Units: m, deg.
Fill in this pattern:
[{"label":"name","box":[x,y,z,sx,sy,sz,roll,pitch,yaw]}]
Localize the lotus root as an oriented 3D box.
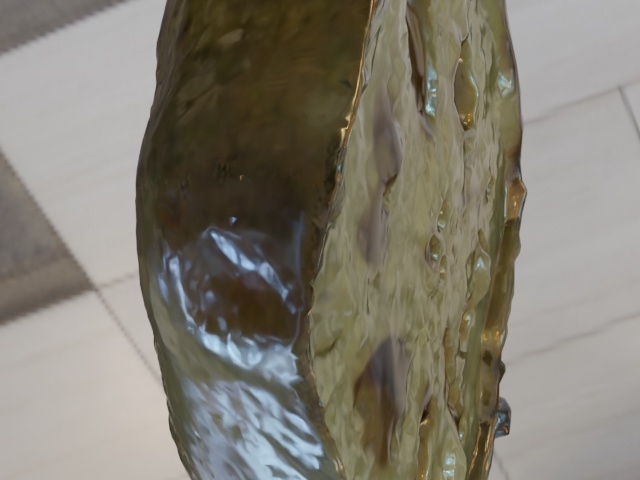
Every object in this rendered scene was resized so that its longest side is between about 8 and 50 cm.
[{"label":"lotus root","box":[-0.001,-0.003,0.420,0.078,0.183,0.204,2,132,18]}]
